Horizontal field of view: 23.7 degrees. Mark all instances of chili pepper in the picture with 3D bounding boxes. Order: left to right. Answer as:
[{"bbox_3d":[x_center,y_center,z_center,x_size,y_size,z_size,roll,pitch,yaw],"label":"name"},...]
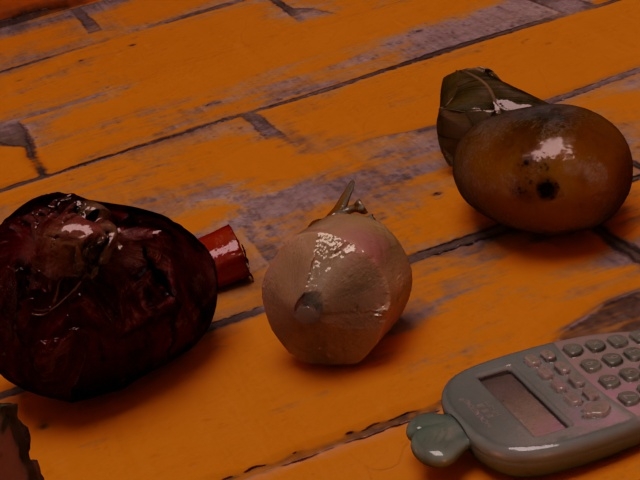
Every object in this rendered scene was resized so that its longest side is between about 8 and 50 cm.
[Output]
[{"bbox_3d":[-0.173,0.037,1.827,0.169,0.065,0.088,-20,24,-6],"label":"chili pepper"}]

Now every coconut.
[{"bbox_3d":[0.015,0.051,1.595,0.147,0.147,0.153,-3,17,21],"label":"coconut"}]

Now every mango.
[{"bbox_3d":[0.253,-0.094,1.796,0.193,0.146,0.316,-8,17,-9],"label":"mango"}]

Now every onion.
[{"bbox_3d":[-0.237,0.058,1.636,0.281,0.281,0.221,-16,57,-6],"label":"onion"}]

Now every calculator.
[{"bbox_3d":[0.218,0.150,1.401,0.295,0.042,0.184,-16,24,-13],"label":"calculator"}]

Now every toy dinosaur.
[{"bbox_3d":[0.000,0.001,1.847,0.142,0.057,0.212,-31,11,7],"label":"toy dinosaur"}]

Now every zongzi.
[{"bbox_3d":[0.260,-0.179,2.042,0.204,0.094,0.205,-5,25,9],"label":"zongzi"}]

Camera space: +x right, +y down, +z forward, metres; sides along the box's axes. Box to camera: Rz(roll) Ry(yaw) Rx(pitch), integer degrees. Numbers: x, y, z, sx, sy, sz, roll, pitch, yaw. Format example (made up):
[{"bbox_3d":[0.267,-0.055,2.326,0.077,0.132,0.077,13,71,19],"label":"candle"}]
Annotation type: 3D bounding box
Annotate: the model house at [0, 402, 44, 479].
[{"bbox_3d":[-0.336,0.272,1.171,0.238,0.237,0.202,-9,30,6],"label":"model house"}]
